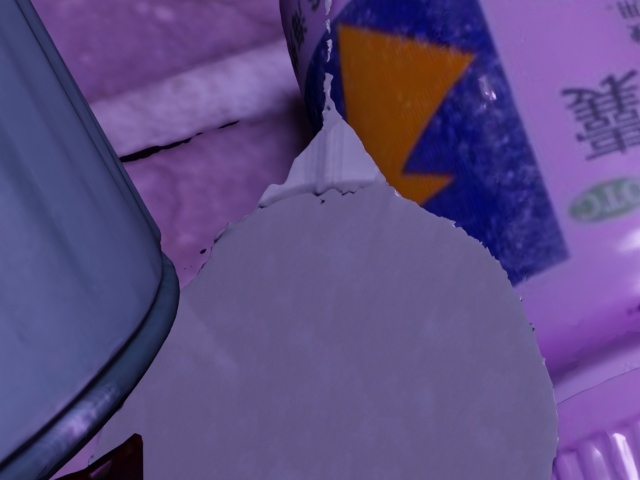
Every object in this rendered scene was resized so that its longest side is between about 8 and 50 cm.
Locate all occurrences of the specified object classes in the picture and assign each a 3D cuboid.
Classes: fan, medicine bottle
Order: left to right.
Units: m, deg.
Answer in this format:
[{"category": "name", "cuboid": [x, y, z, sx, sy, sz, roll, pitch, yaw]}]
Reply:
[{"category": "fan", "cuboid": [0.001, 0.000, 0.615, 0.010, 0.182, 0.310, 24, 66, -52]}, {"category": "medicine bottle", "cuboid": [0.100, 0.005, 0.653, 0.178, 0.178, 0.291, -3, 59, -21]}]

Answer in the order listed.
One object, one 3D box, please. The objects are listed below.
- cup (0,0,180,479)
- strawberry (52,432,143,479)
[{"category": "cup", "cuboid": [-0.250, -0.063, 0.314, 0.392, 0.310, 0.401, 67, 26, -13]}, {"category": "strawberry", "cuboid": [-0.072, 0.245, 0.411, 0.317, 0.295, 0.345, -31, 106, -51]}]
